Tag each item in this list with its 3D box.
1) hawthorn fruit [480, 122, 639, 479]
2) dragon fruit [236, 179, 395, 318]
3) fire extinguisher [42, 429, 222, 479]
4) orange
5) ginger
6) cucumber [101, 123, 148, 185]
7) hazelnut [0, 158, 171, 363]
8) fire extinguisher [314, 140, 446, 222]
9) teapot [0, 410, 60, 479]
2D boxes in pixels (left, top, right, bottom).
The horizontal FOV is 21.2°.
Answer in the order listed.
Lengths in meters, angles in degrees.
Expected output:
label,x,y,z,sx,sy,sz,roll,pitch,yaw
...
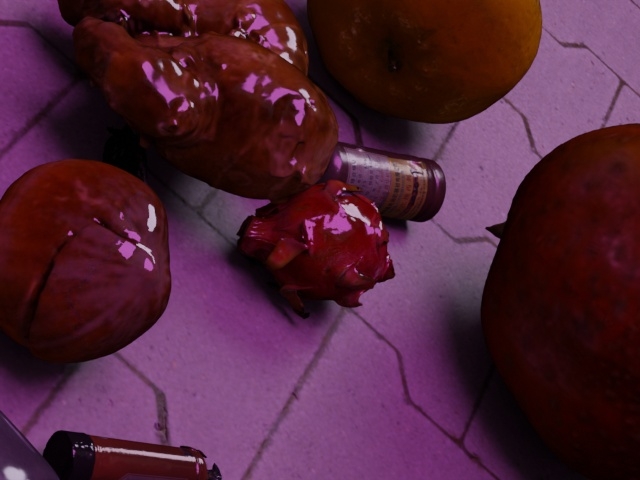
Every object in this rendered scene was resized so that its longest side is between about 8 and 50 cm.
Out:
label,x,y,z,sx,sy,sz,roll,pitch,yaw
hawthorn fruit,0.343,0.064,1.837,0.403,0.403,0.403,27,40,-25
dragon fruit,0.000,0.000,1.731,0.166,0.133,0.136,13,37,-22
fire extinguisher,-0.151,0.195,1.464,0.177,0.050,0.062,14,8,-38
orange,0.124,-0.274,1.998,0.279,0.279,0.235,41,47,-7
ginger,-0.137,-0.182,1.730,0.274,0.152,0.357,11,34,-24
cucumber,-0.190,-0.048,1.656,0.053,0.053,0.181,26,40,-26
hazelnut,-0.203,0.025,1.477,0.182,0.182,0.182,27,40,-25
fire extinguisher,0.014,-0.071,1.882,0.252,0.106,0.075,8,89,-39
teapot,-0.355,0.187,1.150,0.315,0.233,0.312,-34,74,-25
